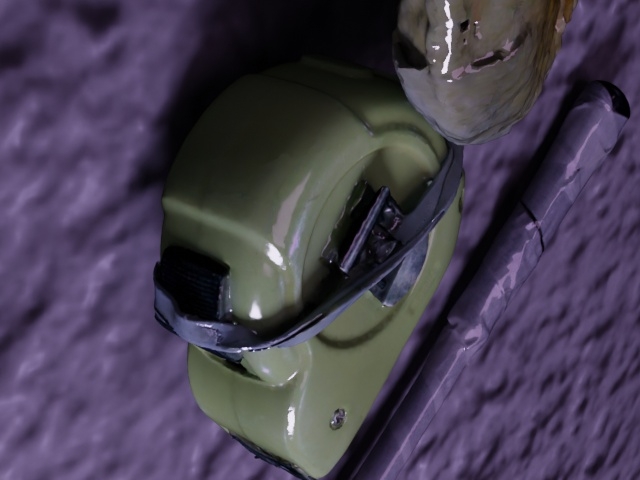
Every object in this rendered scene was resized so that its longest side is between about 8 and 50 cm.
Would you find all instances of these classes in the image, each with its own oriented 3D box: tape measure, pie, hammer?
[{"bbox_3d":[0.000,0.000,0.669,0.200,0.106,0.175,-56,143,-14],"label":"tape measure"},{"bbox_3d":[0.092,-0.182,0.618,0.306,0.071,0.306,11,90,-79],"label":"pie"},{"bbox_3d":[0.081,0.081,0.853,0.427,0.044,0.152,-56,138,-12],"label":"hammer"}]
